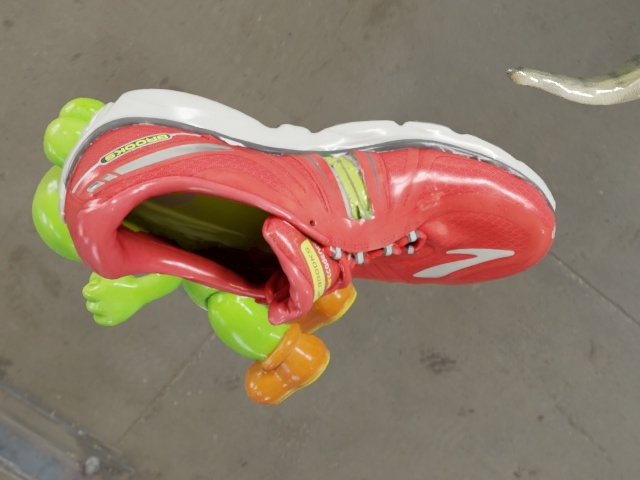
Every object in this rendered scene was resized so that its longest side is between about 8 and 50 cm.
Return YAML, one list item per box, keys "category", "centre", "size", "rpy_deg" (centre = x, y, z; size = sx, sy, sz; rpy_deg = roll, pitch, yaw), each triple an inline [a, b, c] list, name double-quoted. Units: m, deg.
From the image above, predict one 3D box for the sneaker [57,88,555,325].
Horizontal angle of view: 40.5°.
- category: "sneaker"
  centre: [0.000, 0.000, 0.474]
  size: [0.279, 0.118, 0.107]
  rpy_deg: [5, 127, -11]

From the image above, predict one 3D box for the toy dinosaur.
- category: "toy dinosaur"
  centre: [0.249, -0.112, 0.496]
  size: [0.268, 0.118, 0.064]
  rpy_deg: [-29, 146, -15]

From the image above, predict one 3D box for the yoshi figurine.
- category: "yoshi figurine"
  centre: [-0.152, 0.011, 0.913]
  size: [0.362, 0.203, 0.203]
  rpy_deg: [43, 90, -18]
